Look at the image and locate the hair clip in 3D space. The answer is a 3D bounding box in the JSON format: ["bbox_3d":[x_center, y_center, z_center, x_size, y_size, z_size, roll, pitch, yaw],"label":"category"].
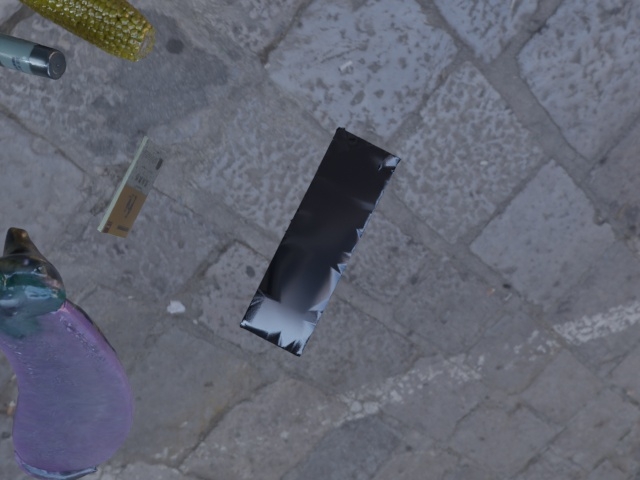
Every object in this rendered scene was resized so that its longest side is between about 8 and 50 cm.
[{"bbox_3d":[-0.263,0.143,0.581,0.110,0.095,0.359,-34,140,-40],"label":"hair clip"}]

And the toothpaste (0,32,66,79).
[{"bbox_3d":[-0.436,-0.250,0.728,0.239,0.039,0.062,17,144,10],"label":"toothpaste"}]

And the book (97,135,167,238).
[{"bbox_3d":[-0.318,-0.087,0.980,0.012,0.118,0.172,25,86,2],"label":"book"}]

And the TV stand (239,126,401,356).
[{"bbox_3d":[0.000,0.000,0.709,0.088,0.083,0.270,26,99,2],"label":"TV stand"}]

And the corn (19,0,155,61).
[{"bbox_3d":[-0.358,-0.347,0.819,0.260,0.091,0.091,33,109,-2],"label":"corn"}]
